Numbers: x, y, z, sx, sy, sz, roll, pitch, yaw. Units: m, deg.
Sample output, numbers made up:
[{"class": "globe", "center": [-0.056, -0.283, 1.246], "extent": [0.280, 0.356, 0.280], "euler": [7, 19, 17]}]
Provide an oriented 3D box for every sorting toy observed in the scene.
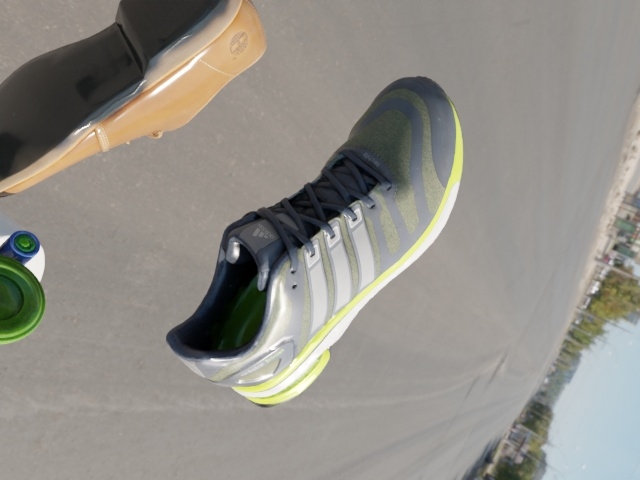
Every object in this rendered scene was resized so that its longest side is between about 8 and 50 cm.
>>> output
[{"class": "sorting toy", "center": [-0.193, 0.015, 0.309], "extent": [0.042, 0.102, 0.061], "euler": [-33, 173, 31]}]

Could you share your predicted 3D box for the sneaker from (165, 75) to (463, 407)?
[{"class": "sneaker", "center": [0.000, 0.000, 0.429], "extent": [0.300, 0.111, 0.121], "euler": [-57, 147, 3]}]

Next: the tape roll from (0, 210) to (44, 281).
[{"class": "tape roll", "center": [-0.467, 0.074, 0.645], "extent": [0.286, 0.100, 0.286], "euler": [-51, 176, -5]}]

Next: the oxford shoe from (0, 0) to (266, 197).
[{"class": "oxford shoe", "center": [-0.125, -0.078, 0.335], "extent": [0.212, 0.076, 0.076], "euler": [-27, 155, 11]}]
